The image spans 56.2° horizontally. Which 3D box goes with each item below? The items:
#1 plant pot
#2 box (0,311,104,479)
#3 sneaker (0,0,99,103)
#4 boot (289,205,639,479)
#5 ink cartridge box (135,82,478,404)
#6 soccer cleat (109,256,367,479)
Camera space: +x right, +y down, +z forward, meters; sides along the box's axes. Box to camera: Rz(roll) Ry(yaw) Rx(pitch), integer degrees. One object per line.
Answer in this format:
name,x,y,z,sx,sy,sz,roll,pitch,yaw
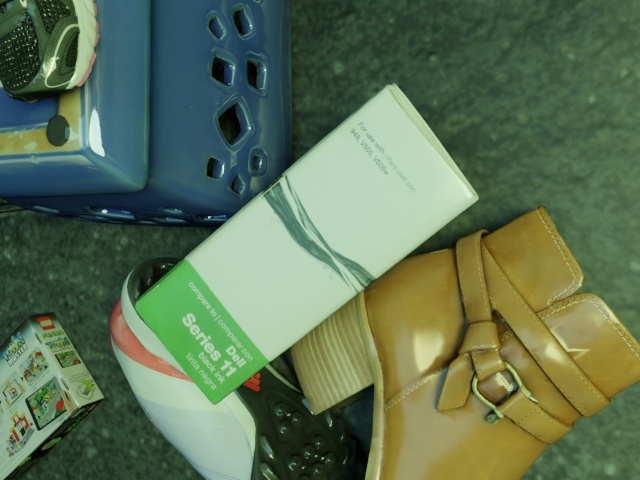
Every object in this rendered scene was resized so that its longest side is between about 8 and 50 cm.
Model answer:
plant pot,-0.170,-0.131,0.475,0.235,0.212,0.236,1,90,24
box,-0.331,0.184,0.643,0.207,0.036,0.114,-42,75,18
sneaker,-0.184,-0.159,0.323,0.072,0.077,0.178,-23,82,23
boot,0.128,0.135,0.420,0.220,0.109,0.284,-31,72,17
ink cartridge box,0.000,0.000,0.419,0.208,0.153,0.087,-39,87,13
soccer cleat,-0.069,0.162,0.506,0.318,0.108,0.116,49,129,13
